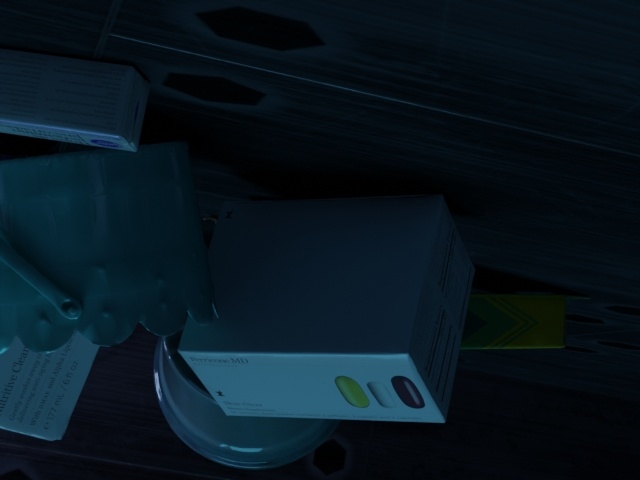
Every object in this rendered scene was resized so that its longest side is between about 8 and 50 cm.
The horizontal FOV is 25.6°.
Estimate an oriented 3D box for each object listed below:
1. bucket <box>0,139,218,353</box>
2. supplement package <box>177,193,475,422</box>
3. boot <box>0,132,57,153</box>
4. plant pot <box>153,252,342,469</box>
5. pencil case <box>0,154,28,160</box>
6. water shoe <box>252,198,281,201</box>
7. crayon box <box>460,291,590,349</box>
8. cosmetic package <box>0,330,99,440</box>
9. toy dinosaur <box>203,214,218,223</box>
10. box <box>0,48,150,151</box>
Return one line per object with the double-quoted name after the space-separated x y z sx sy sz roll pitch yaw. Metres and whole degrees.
-0.242 0.002 1.399 0.281 0.183 0.281 -6 -176 0 "bucket"
0.011 0.074 1.526 0.261 0.204 0.145 -2 143 23 "supplement package"
-0.357 -0.114 1.336 0.219 0.082 0.106 10 169 -17 "boot"
-0.110 0.168 2.203 0.341 0.341 0.334 9 164 3 "plant pot"
-0.423 -0.060 1.465 0.124 0.124 0.284 6 -175 25 "pencil case"
0.000 0.000 1.685 0.203 0.080 0.073 6 171 26 "water shoe"
0.213 0.115 2.050 0.318 0.081 0.202 2 178 -32 "crayon box"
-0.454 0.071 1.634 0.385 0.217 0.156 18 -168 -31 "cosmetic package"
-0.125 -0.016 1.942 0.090 0.047 0.082 47 170 -15 "toy dinosaur"
-0.312 -0.133 1.208 0.324 0.067 0.063 8 172 8 "box"
